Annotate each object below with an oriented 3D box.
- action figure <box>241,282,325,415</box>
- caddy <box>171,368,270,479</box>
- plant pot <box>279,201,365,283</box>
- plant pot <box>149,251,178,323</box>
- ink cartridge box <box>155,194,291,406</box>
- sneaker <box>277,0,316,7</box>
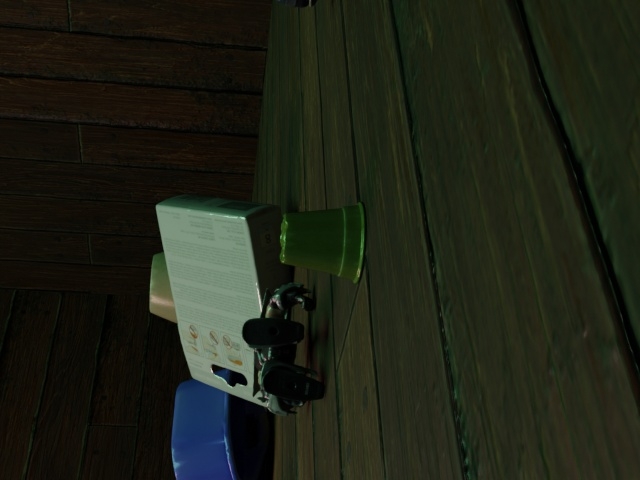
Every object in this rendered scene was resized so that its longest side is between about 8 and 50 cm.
[{"bbox_3d":[-0.052,0.153,1.236,0.285,0.099,0.186,157,109,-87],"label":"action figure"},{"bbox_3d":[-0.192,0.426,1.928,0.341,0.179,0.241,-95,-13,-52],"label":"caddy"},{"bbox_3d":[0.000,0.000,0.909,0.083,0.079,0.083,-176,90,-82],"label":"plant pot"},{"bbox_3d":[-0.231,0.103,1.970,0.256,0.273,0.257,-177,90,-83],"label":"plant pot"},{"bbox_3d":[-0.172,0.111,1.743,0.308,0.091,0.385,9,114,48],"label":"ink cartridge box"},{"bbox_3d":[-0.024,-0.360,1.195,0.226,0.086,0.163,-80,11,-45],"label":"sneaker"}]
